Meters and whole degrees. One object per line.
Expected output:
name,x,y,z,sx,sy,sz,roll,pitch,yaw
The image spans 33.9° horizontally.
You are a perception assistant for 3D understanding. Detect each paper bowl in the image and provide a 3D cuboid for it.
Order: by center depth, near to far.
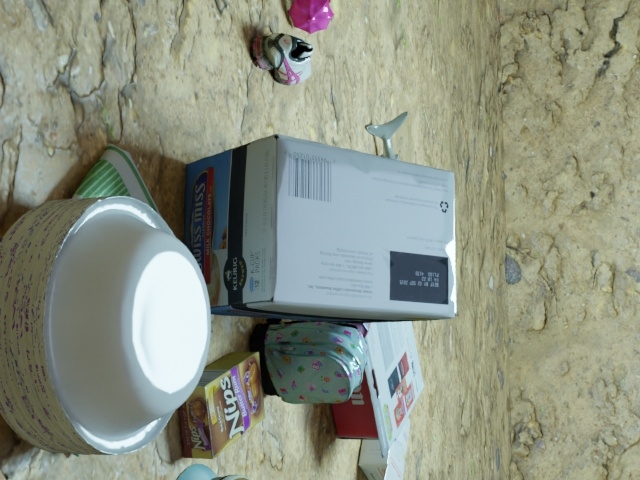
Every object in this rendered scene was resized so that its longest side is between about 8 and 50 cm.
paper bowl,-0.225,0.092,1.156,0.284,0.148,0.284,-3,90,-67

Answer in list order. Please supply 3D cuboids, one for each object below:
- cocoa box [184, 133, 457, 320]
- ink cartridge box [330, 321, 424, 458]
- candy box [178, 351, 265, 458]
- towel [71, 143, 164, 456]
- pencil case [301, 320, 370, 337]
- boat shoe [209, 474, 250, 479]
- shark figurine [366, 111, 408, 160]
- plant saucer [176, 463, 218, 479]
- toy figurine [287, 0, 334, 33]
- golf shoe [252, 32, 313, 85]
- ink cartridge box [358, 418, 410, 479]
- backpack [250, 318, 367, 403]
cocoa box,0.000,0.000,1.539,0.347,0.228,0.231,7,80,-38
ink cartridge box,0.082,0.218,2.019,0.272,0.130,0.309,-49,132,-58
candy box,-0.144,0.240,1.551,0.187,0.053,0.109,-25,111,-66
towel,-0.269,0.063,1.283,0.324,0.038,0.247,-66,145,-45
pencil case,0.027,0.063,1.843,0.284,0.124,0.124,-86,161,-50
boat shoe,-0.116,0.571,1.397,0.187,0.156,0.500,18,81,-65
shark figurine,0.171,-0.129,2.320,0.166,0.116,0.278,41,51,-63
plant saucer,-0.164,0.417,1.499,0.195,0.037,0.194,-4,90,-69
toy figurine,-0.010,-0.458,1.949,0.173,0.130,0.159,107,-2,-82
golf shoe,-0.046,-0.313,1.827,0.186,0.086,0.067,10,77,-69
ink cartridge box,0.133,0.442,2.205,0.115,0.067,0.198,62,31,-47
backpack,-0.014,0.199,1.709,0.115,0.182,0.152,-69,149,-46
